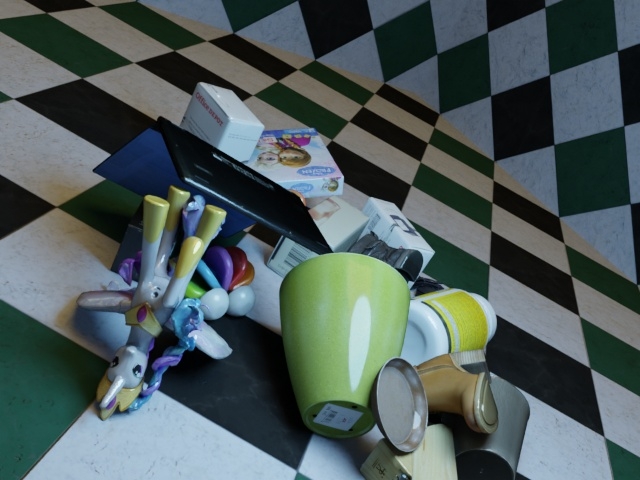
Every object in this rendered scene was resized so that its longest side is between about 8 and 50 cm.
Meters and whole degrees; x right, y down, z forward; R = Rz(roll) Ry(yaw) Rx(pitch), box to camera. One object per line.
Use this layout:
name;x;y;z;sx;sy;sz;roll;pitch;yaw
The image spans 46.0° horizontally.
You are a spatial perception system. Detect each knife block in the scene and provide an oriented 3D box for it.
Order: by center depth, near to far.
knife block;0.199;0.460;1.348;0.276;0.088;0.242;2;36;-46

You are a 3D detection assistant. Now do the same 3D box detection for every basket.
basket;0.331;0.401;1.537;0.204;0.154;0.227;21;28;2

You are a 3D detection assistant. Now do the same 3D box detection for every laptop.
laptop;-0.234;-0.059;1.590;0.382;0.236;0.408;28;18;-35

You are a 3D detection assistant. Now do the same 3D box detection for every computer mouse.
computer mouse;0.328;0.169;2.066;0.188;0.072;0.272;13;29;-33

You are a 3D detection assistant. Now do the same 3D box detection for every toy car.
toy car;-0.215;0.073;1.586;0.182;0.136;0.159;-2;39;-49

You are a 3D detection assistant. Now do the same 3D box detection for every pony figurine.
pony figurine;-0.280;0.095;1.306;0.303;0.363;0.351;20;9;-3

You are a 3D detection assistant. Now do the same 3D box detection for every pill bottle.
pill bottle;0.284;0.215;1.792;0.188;0.188;0.334;42;28;27

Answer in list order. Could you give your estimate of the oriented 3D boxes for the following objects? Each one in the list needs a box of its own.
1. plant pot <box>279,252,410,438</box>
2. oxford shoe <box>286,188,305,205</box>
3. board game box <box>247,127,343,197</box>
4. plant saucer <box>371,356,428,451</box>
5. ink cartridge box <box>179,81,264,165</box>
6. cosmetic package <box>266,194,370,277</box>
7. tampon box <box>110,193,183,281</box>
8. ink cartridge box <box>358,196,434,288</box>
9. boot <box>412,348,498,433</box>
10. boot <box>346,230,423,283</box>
plant pot;0.041;0.224;1.474;0.275;0.275;0.293;22;44;-16
oxford shoe;-0.179;-0.087;1.855;0.271;0.097;0.098;-6;5;13
board game box;-0.128;-0.226;2.205;0.319;0.066;0.318;-6;36;-16
plant saucer;0.140;0.297;1.366;0.168;0.029;0.168;25;56;-46
ink cartridge box;-0.283;-0.237;1.949;0.115;0.273;0.198;4;35;-43
cosmetic package;0.000;0.000;1.946;0.129;0.153;0.296;35;24;9
tampon box;-0.358;-0.001;1.595;0.101;0.120;0.161;23;25;-10
ink cartridge box;0.180;0.022;2.070;0.100;0.172;0.237;13;29;-36
boot;0.226;0.307;1.483;0.283;0.220;0.109;-75;147;-67
boot;0.123;0.096;1.926;0.229;0.263;0.091;16;-30;51
